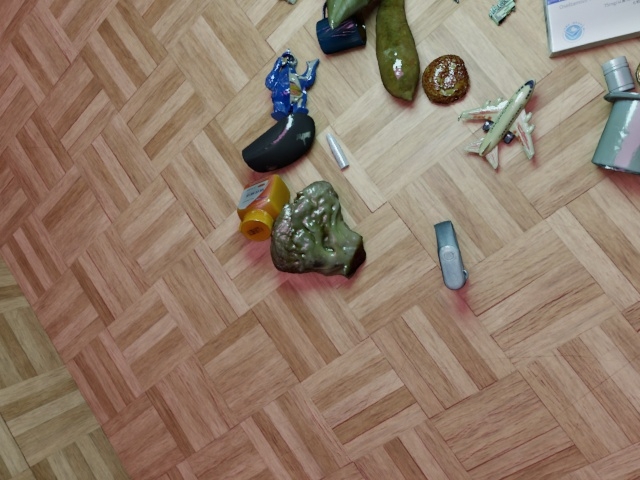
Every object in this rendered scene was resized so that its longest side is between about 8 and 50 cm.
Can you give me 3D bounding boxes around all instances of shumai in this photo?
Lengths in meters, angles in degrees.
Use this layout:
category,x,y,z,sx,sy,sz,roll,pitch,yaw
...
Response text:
category,x,y,z,sx,sy,sz,roll,pitch,yaw
shumai,0.002,0.002,1.429,0.283,0.217,0.346,38,103,15

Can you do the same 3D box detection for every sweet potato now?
category,x,y,z,sx,sy,sz,roll,pitch,yaw
sweet potato,0.234,-0.631,1.346,0.131,0.130,0.421,-5,83,21

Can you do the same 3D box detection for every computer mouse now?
category,x,y,z,sx,sy,sz,roll,pitch,yaw
computer mouse,-0.125,-0.314,1.474,0.269,0.170,0.100,-32,68,23

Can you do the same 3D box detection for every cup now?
category,x,y,z,sx,sy,sz,roll,pitch,yaw
cup,0.065,-0.690,1.407,0.138,0.113,0.149,-7,81,22

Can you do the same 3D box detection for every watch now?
category,x,y,z,sx,sy,sz,roll,pitch,yaw
watch,0.392,0.046,1.307,0.069,0.193,0.206,-13,111,21

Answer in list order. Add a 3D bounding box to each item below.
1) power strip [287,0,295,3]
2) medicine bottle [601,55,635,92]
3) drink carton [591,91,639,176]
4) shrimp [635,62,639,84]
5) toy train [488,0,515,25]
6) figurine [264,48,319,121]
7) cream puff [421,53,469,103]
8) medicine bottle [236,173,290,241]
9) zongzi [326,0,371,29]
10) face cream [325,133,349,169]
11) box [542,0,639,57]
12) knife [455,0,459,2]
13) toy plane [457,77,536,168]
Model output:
category,x,y,z,sx,sy,sz,roll,pitch,yaw
power strip,-0.082,-0.908,1.483,0.081,0.035,0.192,35,106,14
medicine bottle,0.805,-0.443,1.175,0.058,0.058,0.091,-16,89,21
drink carton,0.815,-0.276,1.136,0.191,0.185,0.189,18,112,17
shrimp,0.936,-0.448,1.143,0.178,0.034,0.124,20,95,23
toy train,0.536,-0.679,1.271,0.083,0.033,0.053,-38,86,19
figurine,-0.107,-0.525,1.487,0.164,0.120,0.262,12,75,-6
cream puff,0.380,-0.490,1.318,0.149,0.084,0.148,3,97,21
medicine bottle,-0.199,-0.110,1.489,0.150,0.222,0.112,-17,131,23
zongzi,0.028,-0.783,1.295,0.356,0.174,0.392,30,73,32
face cream,0.055,-0.306,1.480,0.034,0.034,0.130,-30,84,20
box,0.792,-0.637,1.160,0.344,0.065,0.200,-7,92,21
knife,0.329,-0.840,1.340,0.296,0.026,0.044,46,120,11
toy plane,0.535,-0.346,1.261,0.242,0.104,0.256,37,106,17
